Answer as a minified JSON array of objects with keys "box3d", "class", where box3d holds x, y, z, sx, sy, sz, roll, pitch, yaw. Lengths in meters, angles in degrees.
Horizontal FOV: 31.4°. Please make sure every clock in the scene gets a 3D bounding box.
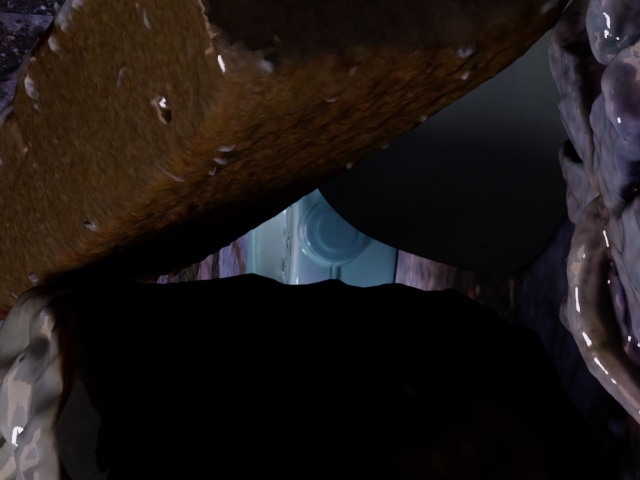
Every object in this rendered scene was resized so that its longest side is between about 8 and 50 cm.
[{"box3d":[0.000,0.000,0.983,0.223,0.094,0.274,-113,30,-60],"class":"clock"}]

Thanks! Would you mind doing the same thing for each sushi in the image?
[{"box3d":[-0.029,0.161,0.580,0.299,0.294,0.281,140,130,-58],"class":"sushi"}]

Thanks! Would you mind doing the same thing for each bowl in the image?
[{"box3d":[0.043,-0.123,0.683,0.289,0.146,0.289,-178,90,-76],"class":"bowl"}]

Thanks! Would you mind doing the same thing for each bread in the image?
[{"box3d":[-0.069,-0.059,0.560,0.416,0.165,0.113,-27,84,58],"class":"bread"}]

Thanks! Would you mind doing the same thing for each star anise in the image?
[{"box3d":[0.130,0.003,0.408,0.230,0.081,0.262,88,172,-58],"class":"star anise"}]
